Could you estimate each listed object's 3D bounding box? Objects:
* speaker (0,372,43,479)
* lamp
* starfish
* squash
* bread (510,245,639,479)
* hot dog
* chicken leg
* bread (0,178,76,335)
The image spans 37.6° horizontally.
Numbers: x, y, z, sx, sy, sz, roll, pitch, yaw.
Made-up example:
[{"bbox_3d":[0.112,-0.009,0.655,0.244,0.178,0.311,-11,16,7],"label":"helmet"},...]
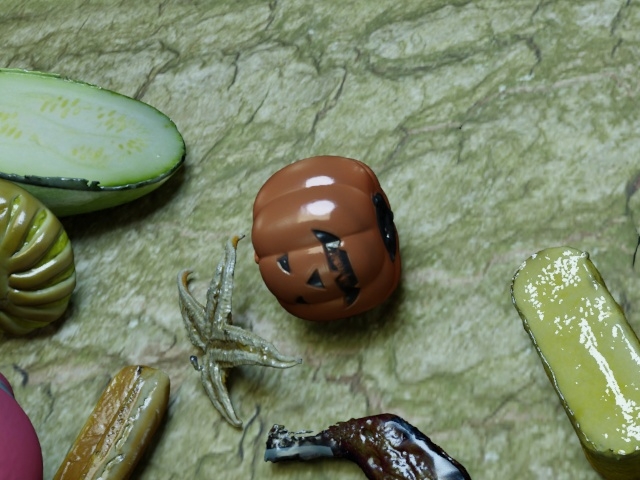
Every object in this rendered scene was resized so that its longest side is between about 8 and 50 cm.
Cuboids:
[{"bbox_3d":[-0.433,0.255,0.983,0.294,0.294,0.294,-11,52,15],"label":"speaker"},{"bbox_3d":[0.000,0.000,1.051,0.164,0.187,0.187,-15,51,19],"label":"lamp"},{"bbox_3d":[-0.113,0.090,1.085,0.138,0.050,0.247,-52,46,26],"label":"starfish"},{"bbox_3d":[-0.352,-0.133,1.274,0.309,0.210,0.233,-9,35,23],"label":"squash"},{"bbox_3d":[0.266,0.118,0.914,0.102,0.094,0.245,-30,48,11],"label":"bread"},{"bbox_3d":[-0.241,0.246,1.046,0.092,0.062,0.235,10,64,46],"label":"hot dog"},{"bbox_3d":[0.055,0.225,0.949,0.253,0.051,0.106,16,68,34],"label":"chicken leg"},{"bbox_3d":[-0.407,0.027,1.184,0.214,0.213,0.104,-7,23,18],"label":"bread"}]
